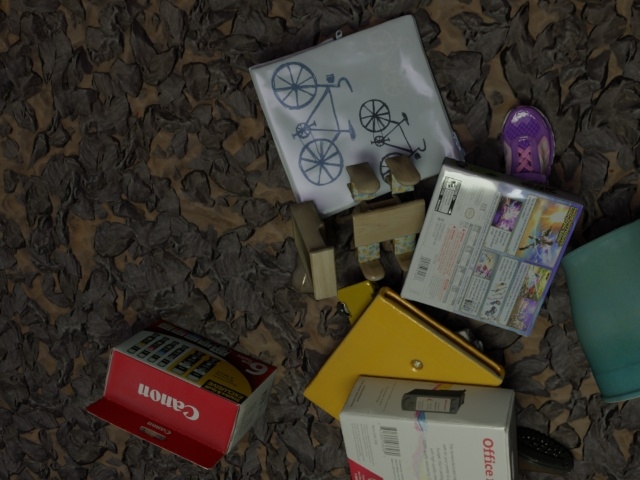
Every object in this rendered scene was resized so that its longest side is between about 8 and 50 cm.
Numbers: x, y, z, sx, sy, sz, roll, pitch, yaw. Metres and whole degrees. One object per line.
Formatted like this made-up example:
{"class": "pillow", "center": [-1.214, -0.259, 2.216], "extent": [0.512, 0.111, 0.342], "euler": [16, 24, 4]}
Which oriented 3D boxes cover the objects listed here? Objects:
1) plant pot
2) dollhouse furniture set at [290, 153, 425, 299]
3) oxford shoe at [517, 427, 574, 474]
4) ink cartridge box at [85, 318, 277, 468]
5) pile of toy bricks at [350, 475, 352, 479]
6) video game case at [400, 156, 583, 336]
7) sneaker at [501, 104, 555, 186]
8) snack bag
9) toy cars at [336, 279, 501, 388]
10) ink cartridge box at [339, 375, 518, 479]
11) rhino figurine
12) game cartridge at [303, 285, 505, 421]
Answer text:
{"class": "plant pot", "center": [0.547, 0.102, 1.217], "extent": [0.272, 0.272, 0.255], "euler": [-30, 78, 22]}
{"class": "dollhouse furniture set", "center": [0.083, -0.008, 1.307], "extent": [0.242, 0.161, 0.212], "euler": [-13, 129, -8]}
{"class": "oxford shoe", "center": [0.390, 0.432, 1.442], "extent": [0.227, 0.083, 0.096], "euler": [11, 124, 16]}
{"class": "ink cartridge box", "center": [-0.292, 0.318, 1.533], "extent": [0.310, 0.272, 0.130], "euler": [20, 108, 13]}
{"class": "pile of toy bricks", "center": [0.141, 0.609, 1.554], "extent": [0.105, 0.118, 0.212], "euler": [-18, 87, -11]}
{"class": "video game case", "center": [0.298, 0.013, 1.278], "extent": [0.244, 0.061, 0.269], "euler": [18, 115, 7]}
{"class": "sneaker", "center": [0.374, -0.125, 1.299], "extent": [0.095, 0.104, 0.236], "euler": [0, 101, 20]}
{"class": "snack bag", "center": [0.073, -0.239, 1.370], "extent": [0.343, 0.037, 0.323], "euler": [-21, 94, 2]}
{"class": "toy cars", "center": [0.204, 0.201, 1.443], "extent": [0.394, 0.087, 0.176], "euler": [28, 122, 7]}
{"class": "ink cartridge box", "center": [0.210, 0.389, 1.350], "extent": [0.306, 0.131, 0.226], "euler": [0, 116, 21]}
{"class": "rhino figurine", "center": [0.000, 0.000, 1.450], "extent": [0.073, 0.106, 0.243], "euler": [19, 100, 11]}
{"class": "game cartridge", "center": [0.155, 0.282, 1.424], "extent": [0.285, 0.052, 0.323], "euler": [35, 124, 2]}
